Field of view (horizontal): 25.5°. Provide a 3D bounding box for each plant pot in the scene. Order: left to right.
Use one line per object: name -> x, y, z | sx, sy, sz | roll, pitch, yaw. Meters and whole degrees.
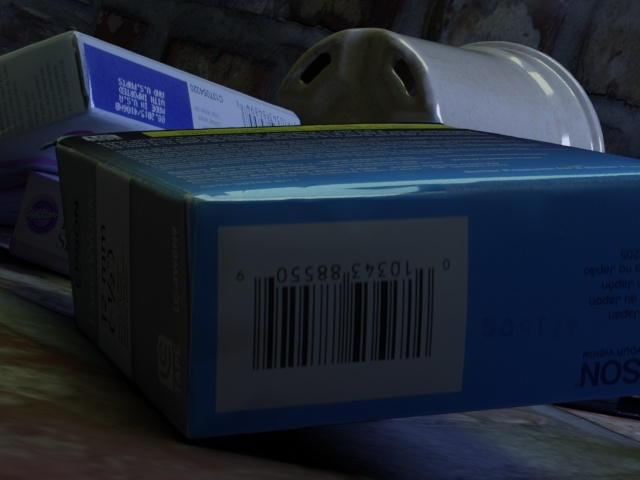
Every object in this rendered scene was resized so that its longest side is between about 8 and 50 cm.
plant pot -> 0.110, -0.102, 1.625 | 0.334, 0.333, 0.305 | 19, 3, 36

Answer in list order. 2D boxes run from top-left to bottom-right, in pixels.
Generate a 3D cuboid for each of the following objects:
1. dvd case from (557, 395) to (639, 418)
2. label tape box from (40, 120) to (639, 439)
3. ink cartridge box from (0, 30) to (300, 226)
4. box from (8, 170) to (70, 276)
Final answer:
dvd case -> 0.223, 0.119, 1.207 | 0.253, 0.022, 0.180 | 14, 5, -38
label tape box -> 0.000, 0.000, 0.766 | 0.249, 0.115, 0.348 | -4, 8, -21
ink cartridge box -> -0.227, -0.059, 1.114 | 0.330, 0.071, 0.324 | -15, -11, 24
box -> -0.062, 0.027, 0.950 | 0.324, 0.067, 0.063 | 19, 3, 25
